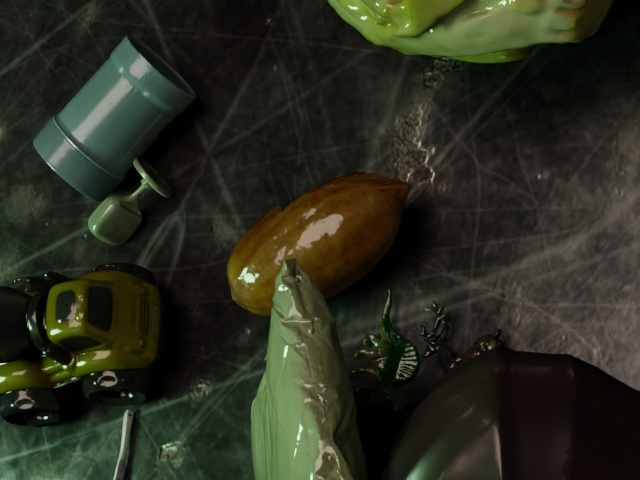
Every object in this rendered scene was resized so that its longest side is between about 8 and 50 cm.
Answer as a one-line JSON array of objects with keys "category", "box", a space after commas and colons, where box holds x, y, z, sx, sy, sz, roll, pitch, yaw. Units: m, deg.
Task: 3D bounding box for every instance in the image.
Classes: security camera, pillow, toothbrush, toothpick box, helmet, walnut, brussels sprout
[{"category": "security camera", "box": [-0.205, -0.038, 2.015, 0.092, 0.058, 0.058, -43, 54, 9]}, {"category": "pillow", "box": [-0.008, 0.200, 1.688, 0.076, 0.280, 0.274, -5, 59, -11]}, {"category": "toothbrush", "box": [-0.204, 0.234, 1.934, 0.013, 0.011, 0.131, -9, 67, 45]}, {"category": "toothpick box", "box": [-0.218, -0.129, 2.032, 0.153, 0.101, 0.101, -46, 53, 8]}, {"category": "helmet", "box": [0.135, 0.209, 1.554, 0.305, 0.177, 0.225, -48, 19, 26]}, {"category": "walnut", "box": [0.000, 0.000, 1.831, 0.207, 0.116, 0.115, -34, 56, 18]}, {"category": "brussels sprout", "box": [0.123, -0.283, 1.751, 0.344, 0.344, 0.268, 39, 132, 38]}]

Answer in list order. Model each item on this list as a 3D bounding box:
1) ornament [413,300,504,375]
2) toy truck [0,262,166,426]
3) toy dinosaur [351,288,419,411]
[{"category": "ornament", "box": [0.135, 0.101, 1.752, 0.073, 0.028, 0.125, -42, 56, 14]}, {"category": "toy truck", "box": [-0.277, 0.092, 1.941, 0.224, 0.165, 0.147, -12, 65, 29]}, {"category": "toy dinosaur", "box": [0.066, 0.105, 1.803, 0.060, 0.029, 0.119, 5, 68, 19]}]
